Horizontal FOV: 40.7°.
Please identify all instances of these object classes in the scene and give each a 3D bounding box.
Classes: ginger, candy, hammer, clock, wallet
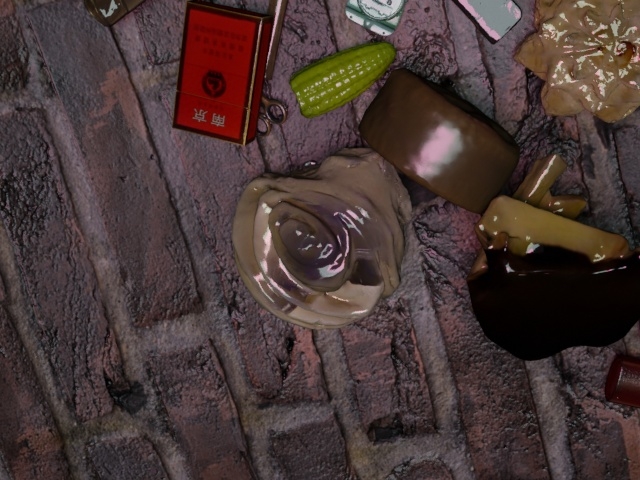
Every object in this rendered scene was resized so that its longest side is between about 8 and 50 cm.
[{"bbox_3d":[0.440,0.035,1.588,0.359,0.211,0.413,-9,144,12],"label":"ginger"},{"bbox_3d":[0.044,-0.304,1.589,0.210,0.096,0.096,-27,102,6],"label":"candy"},{"bbox_3d":[-0.065,-0.474,1.577,0.111,0.043,0.365,14,109,-1],"label":"hammer"},{"bbox_3d":[0.110,-0.446,1.564,0.101,0.041,0.135,24,107,-2],"label":"clock"},{"bbox_3d":[0.292,-0.437,1.563,0.157,0.018,0.082,44,106,-8],"label":"wallet"}]

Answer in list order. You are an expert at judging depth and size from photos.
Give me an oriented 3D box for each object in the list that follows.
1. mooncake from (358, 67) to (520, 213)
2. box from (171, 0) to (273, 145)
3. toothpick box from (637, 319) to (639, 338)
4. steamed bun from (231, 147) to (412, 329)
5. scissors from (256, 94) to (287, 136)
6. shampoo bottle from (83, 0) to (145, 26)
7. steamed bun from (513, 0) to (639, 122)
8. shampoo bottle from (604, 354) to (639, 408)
[{"bbox_3d":[0.212,-0.178,1.508,0.284,0.284,0.155,34,104,-5],"label":"mooncake"},{"bbox_3d":[-0.182,-0.309,1.594,0.153,0.074,0.239,14,112,9],"label":"box"},{"bbox_3d":[0.696,0.161,1.659,0.149,0.098,0.098,-7,105,8],"label":"toothpick box"},{"bbox_3d":[0.000,0.000,1.601,0.347,0.237,0.394,29,107,-3],"label":"steamed bun"},{"bbox_3d":[-0.151,-0.300,1.638,0.088,0.017,0.220,-34,97,33],"label":"scissors"},{"bbox_3d":[-0.293,-0.534,1.554,0.350,0.084,0.125,-43,100,15],"label":"shampoo bottle"},{"bbox_3d":[0.492,-0.338,1.516,0.295,0.137,0.292,42,108,-9],"label":"steamed bun"},{"bbox_3d":[0.708,0.301,1.715,0.260,0.064,0.102,12,106,2],"label":"shampoo bottle"}]
